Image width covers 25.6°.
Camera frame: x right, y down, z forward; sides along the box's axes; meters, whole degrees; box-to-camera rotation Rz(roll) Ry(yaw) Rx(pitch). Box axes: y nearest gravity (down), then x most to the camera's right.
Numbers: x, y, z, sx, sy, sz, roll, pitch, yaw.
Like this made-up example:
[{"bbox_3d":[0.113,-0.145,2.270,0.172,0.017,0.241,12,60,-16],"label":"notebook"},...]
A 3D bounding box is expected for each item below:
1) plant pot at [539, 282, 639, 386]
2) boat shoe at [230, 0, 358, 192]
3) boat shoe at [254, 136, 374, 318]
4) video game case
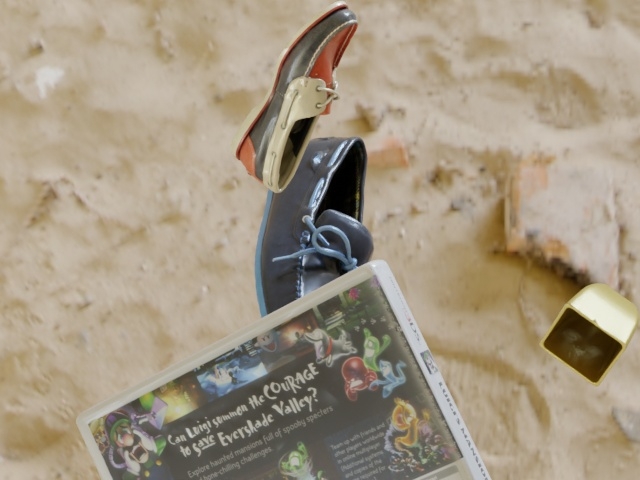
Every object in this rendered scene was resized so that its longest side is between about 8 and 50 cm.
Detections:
[{"bbox_3d":[0.312,0.096,1.591,0.081,0.081,0.083,36,47,12],"label":"plant pot"},{"bbox_3d":[-0.011,-0.091,0.901,0.043,0.137,0.049,47,33,20],"label":"boat shoe"},{"bbox_3d":[0.000,0.000,1.202,0.089,0.109,0.258,-20,50,22],"label":"boat shoe"},{"bbox_3d":[-0.011,0.125,0.669,0.190,0.022,0.173,-29,83,27],"label":"video game case"}]
